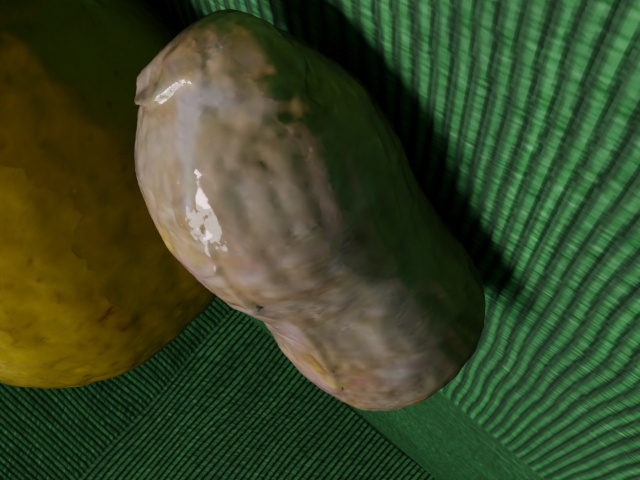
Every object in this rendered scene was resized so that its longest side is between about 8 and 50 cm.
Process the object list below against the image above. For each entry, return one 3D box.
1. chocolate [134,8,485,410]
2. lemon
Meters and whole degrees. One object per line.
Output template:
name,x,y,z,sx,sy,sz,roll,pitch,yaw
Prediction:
chocolate,0.000,0.000,0.660,0.134,0.134,0.309,35,167,38
lemon,-0.188,-0.045,0.812,0.285,0.285,0.316,39,-175,15
